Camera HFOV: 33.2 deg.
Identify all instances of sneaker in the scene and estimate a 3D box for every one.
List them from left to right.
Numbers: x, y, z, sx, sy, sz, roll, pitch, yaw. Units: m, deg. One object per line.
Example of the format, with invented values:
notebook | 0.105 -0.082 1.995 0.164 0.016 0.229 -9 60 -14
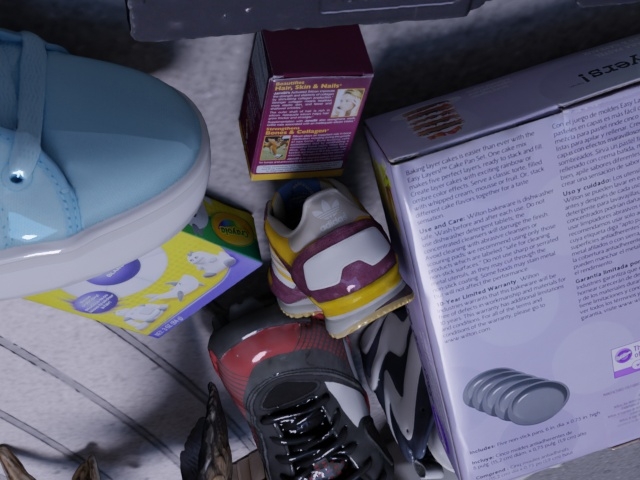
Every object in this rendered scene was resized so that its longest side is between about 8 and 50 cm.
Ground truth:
sneaker | -0.207 -0.065 0.424 0.366 0.135 0.150 1 147 -24
sneaker | -0.005 0.138 0.797 0.098 0.135 0.276 -21 146 0
sneaker | 0.000 0.000 0.637 0.070 0.084 0.185 -26 -171 -13
sneaker | 0.112 0.086 0.751 0.094 0.153 0.235 9 141 -32

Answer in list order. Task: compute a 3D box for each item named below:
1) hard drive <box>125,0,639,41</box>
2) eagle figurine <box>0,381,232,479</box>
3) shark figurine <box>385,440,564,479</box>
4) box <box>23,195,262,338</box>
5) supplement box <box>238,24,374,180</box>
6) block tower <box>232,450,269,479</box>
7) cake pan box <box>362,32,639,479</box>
hard drive | 0.050 -0.204 0.300 0.237 0.064 0.339 -7 147 -10
eagle figurine | -0.094 0.242 0.805 0.226 0.225 0.298 27 149 -36
shark figurine | 0.135 0.166 0.939 0.278 0.116 0.166 -21 -179 25
box | -0.133 -0.001 0.632 0.105 0.043 0.179 -36 140 29
supplement box | -0.010 -0.073 0.567 0.055 0.043 0.083 -3 146 -16
block tower | -0.121 0.305 1.051 0.335 0.097 0.091 -31 144 27
cake pan box | 0.179 0.006 0.633 0.267 0.070 0.245 -19 123 -2
